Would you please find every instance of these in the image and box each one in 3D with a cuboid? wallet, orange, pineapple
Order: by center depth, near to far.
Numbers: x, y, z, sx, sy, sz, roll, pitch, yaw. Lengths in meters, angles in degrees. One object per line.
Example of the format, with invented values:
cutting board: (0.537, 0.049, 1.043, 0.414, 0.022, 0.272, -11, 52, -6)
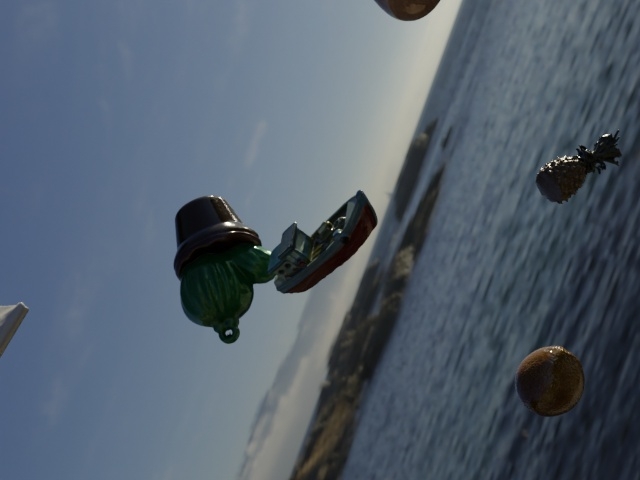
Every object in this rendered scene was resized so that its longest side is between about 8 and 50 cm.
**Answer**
wallet: (-0.175, 0.066, 0.501, 0.044, 0.011, 0.083, -7, 49, 48)
orange: (0.269, 0.165, 1.199, 0.085, 0.085, 0.085, 20, -90, -87)
pineapple: (0.336, -0.098, 1.320, 0.124, 0.058, 0.058, -34, -19, -23)

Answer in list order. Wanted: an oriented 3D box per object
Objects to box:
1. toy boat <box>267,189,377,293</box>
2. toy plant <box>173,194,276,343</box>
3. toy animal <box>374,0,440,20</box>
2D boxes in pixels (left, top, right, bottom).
toy boat: (0.000, 0.000, 1.188, 0.173, 0.059, 0.069, -39, 26, 33)
toy plant: (-0.125, 0.037, 1.348, 0.105, 0.143, 0.200, 60, -173, -68)
toy animal: (0.067, -0.438, 1.349, 0.237, 0.326, 0.269, -62, 21, -3)
